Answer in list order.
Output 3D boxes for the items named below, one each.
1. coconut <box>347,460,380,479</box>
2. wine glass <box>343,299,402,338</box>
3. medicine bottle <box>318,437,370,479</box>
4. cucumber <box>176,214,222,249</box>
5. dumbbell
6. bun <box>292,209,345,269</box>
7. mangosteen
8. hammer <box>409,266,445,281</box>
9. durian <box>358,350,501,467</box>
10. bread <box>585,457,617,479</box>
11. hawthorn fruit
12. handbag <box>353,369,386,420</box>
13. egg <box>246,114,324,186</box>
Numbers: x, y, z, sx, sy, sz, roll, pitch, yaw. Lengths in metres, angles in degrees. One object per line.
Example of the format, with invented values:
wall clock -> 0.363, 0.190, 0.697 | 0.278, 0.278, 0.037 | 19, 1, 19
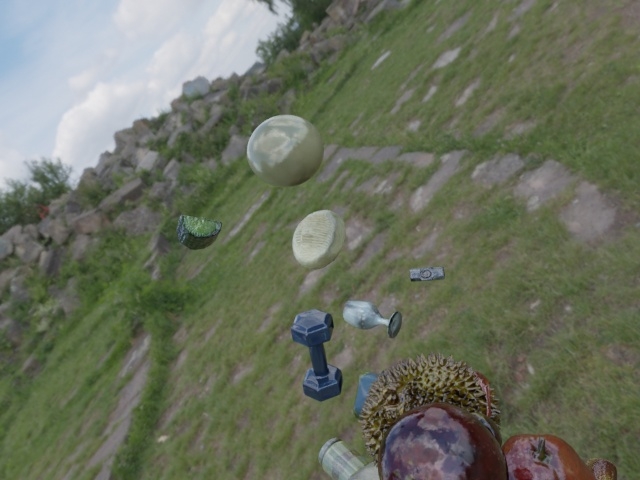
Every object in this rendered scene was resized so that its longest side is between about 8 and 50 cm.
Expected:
coconut -> 0.175, 0.757, 1.455 | 0.237, 0.266, 0.237 | -35, 18, 14
wine glass -> 0.219, 0.328, 2.157 | 0.241, 0.126, 0.127 | 14, 62, 36
medicine bottle -> 0.137, 0.960, 2.086 | 0.322, 0.151, 0.151 | 24, 75, 51
cucumber -> -0.335, -0.019, 1.396 | 0.115, 0.116, 0.062 | 140, 135, -61
dumbbell -> -0.009, 0.416, 1.838 | 0.144, 0.325, 0.160 | -4, 23, 15
bun -> 0.000, 0.000, 1.546 | 0.163, 0.111, 0.188 | -3, 67, 31
mangosteen -> 0.218, 0.373, 0.871 | 0.215, 0.215, 0.257 | -43, -14, 30
hammer -> 0.387, 0.124, 1.804 | 0.111, 0.044, 0.365 | -6, -7, 14
durian -> 0.286, 0.459, 1.280 | 0.347, 0.384, 0.348 | -38, 29, 25
bread -> 0.720, 0.602, 1.296 | 0.085, 0.085, 0.053 | -57, 10, -14
hawthorn fruit -> 0.439, 0.488, 1.020 | 0.223, 0.261, 0.224 | -17, 32, 11
handbag -> 0.291, 0.635, 1.977 | 0.241, 0.263, 0.223 | -7, 62, 55
egg -> -0.096, -0.232, 1.327 | 0.241, 0.186, 0.186 | 6, 58, 50
